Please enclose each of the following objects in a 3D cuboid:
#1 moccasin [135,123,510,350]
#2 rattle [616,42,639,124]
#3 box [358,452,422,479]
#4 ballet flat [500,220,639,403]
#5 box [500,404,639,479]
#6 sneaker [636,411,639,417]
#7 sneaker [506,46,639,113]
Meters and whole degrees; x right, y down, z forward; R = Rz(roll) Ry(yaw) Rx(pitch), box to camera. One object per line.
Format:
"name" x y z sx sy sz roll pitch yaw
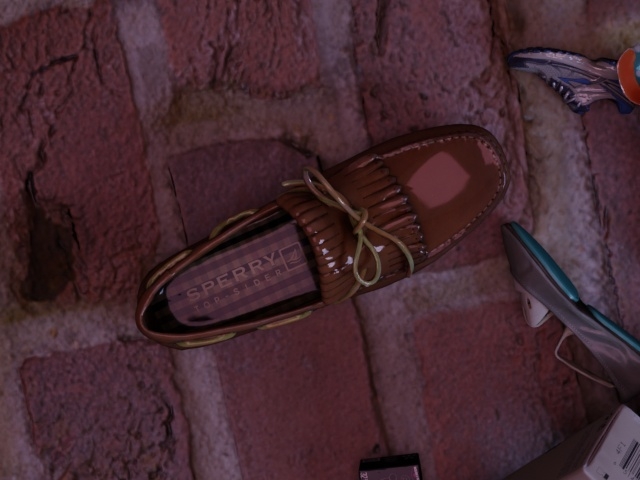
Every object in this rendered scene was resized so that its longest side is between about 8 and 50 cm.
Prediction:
"moccasin" -0.001 -0.003 1.355 0.380 0.147 0.139 -19 94 5
"rattle" 0.319 -0.075 1.360 0.200 0.130 0.143 34 141 -10
"box" 0.073 0.260 1.424 0.062 0.052 0.083 -7 94 5
"ballet flat" 0.236 0.075 1.387 0.213 0.072 0.068 44 103 -1
"box" 0.216 0.263 1.316 0.113 0.094 0.275 44 139 -2
"sneaker" 0.402 0.170 1.374 0.276 0.135 0.097 -15 82 -18
"sneaker" 0.243 -0.151 1.374 0.135 0.052 0.058 12 100 3
